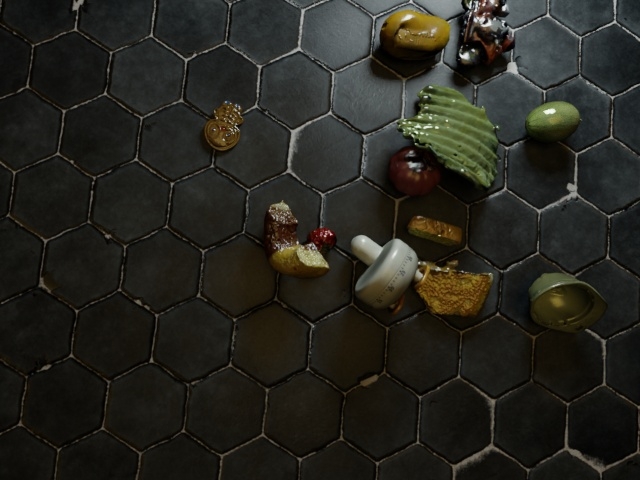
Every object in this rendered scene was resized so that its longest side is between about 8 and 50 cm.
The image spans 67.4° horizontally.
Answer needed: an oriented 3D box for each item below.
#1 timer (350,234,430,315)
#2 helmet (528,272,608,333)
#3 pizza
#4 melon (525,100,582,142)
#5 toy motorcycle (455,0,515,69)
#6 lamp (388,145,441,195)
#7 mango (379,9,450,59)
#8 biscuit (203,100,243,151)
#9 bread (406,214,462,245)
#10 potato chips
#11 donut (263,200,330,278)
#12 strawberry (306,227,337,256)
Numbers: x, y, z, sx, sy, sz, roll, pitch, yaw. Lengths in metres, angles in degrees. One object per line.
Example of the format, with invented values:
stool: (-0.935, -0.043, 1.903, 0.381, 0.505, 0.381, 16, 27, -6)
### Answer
timer: (0.188, 0.092, 1.514, 0.240, 0.233, 0.234, 37, 84, -3)
helmet: (0.793, 0.184, 1.595, 0.257, 0.137, 0.204, 24, 121, -17)
pizza: (0.415, 0.154, 1.604, 0.296, 0.071, 0.189, 12, 97, 1)
melon: (0.801, -0.406, 1.643, 0.192, 0.139, 0.139, -6, 85, 0)
toy motorcycle: (0.587, -0.785, 1.666, 0.207, 0.134, 0.401, 6, 86, -4)
lamp: (0.312, -0.228, 1.602, 0.181, 0.140, 0.182, 3, 66, -7)
mango: (0.321, -0.706, 1.636, 0.248, 0.156, 0.151, -5, 49, -5)
biscuit: (-0.326, -0.388, 1.624, 0.124, 0.026, 0.175, 17, 84, -3)
bread: (0.375, -0.034, 1.600, 0.187, 0.103, 0.066, 14, 85, -1)
potato chips: (0.454, -0.339, 1.605, 0.389, 0.097, 0.373, 37, 54, -3)
donut: (-0.118, 0.021, 1.538, 0.151, 0.112, 0.295, -44, 65, 24)
strawberry: (0.000, 0.000, 1.579, 0.106, 0.106, 0.106, 0, 85, -4)
